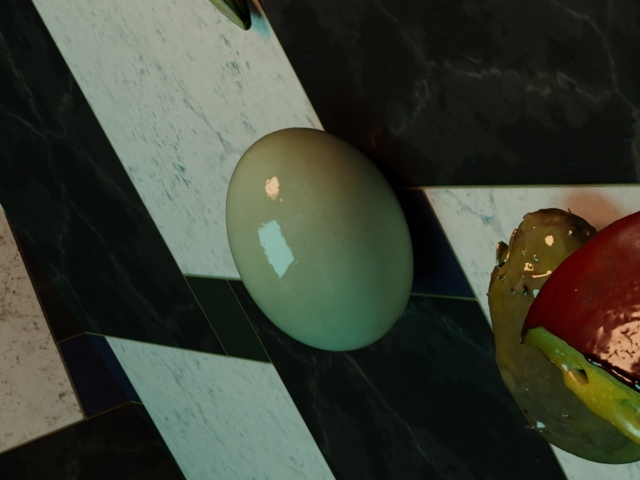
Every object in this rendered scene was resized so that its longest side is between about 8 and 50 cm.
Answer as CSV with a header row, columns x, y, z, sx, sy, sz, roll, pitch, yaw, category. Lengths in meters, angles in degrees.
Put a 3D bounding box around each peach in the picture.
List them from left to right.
x,y,z,sx,sy,sz,roll,pitch,yaw,category
0.336,0.082,1.582,0.257,0.201,0.361,41,171,-32,peach

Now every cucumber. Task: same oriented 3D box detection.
x,y,z,sx,sy,sz,roll,pitch,yaw,category
-0.112,-0.290,2.120,0.107,0.035,0.067,45,172,19,cucumber

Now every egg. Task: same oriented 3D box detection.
x,y,z,sx,sy,sz,roll,pitch,yaw,category
0.000,0.000,2.080,0.203,0.203,0.283,16,141,55,egg

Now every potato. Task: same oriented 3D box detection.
x,y,z,sx,sy,sz,roll,pitch,yaw,category
0.254,0.099,1.822,0.191,0.141,0.296,19,135,49,potato
